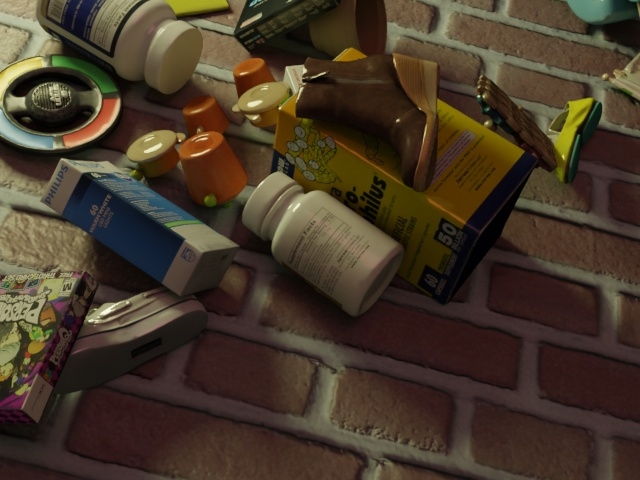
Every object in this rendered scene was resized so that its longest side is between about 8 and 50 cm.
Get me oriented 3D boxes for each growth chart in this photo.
[{"bbox_3d":[0.687,-0.324,1.769,0.172,0.021,0.237,41,54,19],"label":"growth chart"}]

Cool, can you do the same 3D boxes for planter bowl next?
[{"bbox_3d":[0.046,-0.400,1.647,0.109,0.162,0.162,2,48,25],"label":"planter bowl"}]

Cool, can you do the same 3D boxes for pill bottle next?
[{"bbox_3d":[-0.344,-0.369,1.541,0.264,0.153,0.153,32,55,13],"label":"pill bottle"},{"bbox_3d":[0.000,0.000,1.342,0.229,0.131,0.131,36,56,16],"label":"pill bottle"}]

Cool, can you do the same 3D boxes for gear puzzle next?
[{"bbox_3d":[0.319,-0.201,1.505,0.175,0.044,0.339,44,19,-3],"label":"gear puzzle"}]

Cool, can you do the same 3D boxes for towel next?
[{"bbox_3d":[-0.302,-0.457,1.699,0.237,0.021,0.102,-15,63,-21],"label":"towel"}]

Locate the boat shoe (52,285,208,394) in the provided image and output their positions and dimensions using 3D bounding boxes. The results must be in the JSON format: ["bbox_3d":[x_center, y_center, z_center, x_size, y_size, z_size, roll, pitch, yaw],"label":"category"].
[{"bbox_3d":[-0.285,0.130,1.231,0.258,0.095,0.084,-18,52,-32],"label":"boat shoe"}]

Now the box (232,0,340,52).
[{"bbox_3d":[-0.048,-0.456,1.638,0.051,0.220,0.175,44,44,-33],"label":"box"}]

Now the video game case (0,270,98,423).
[{"bbox_3d":[-0.426,0.136,1.158,0.232,0.042,0.210,-3,50,23],"label":"video game case"}]

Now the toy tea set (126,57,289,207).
[{"bbox_3d":[-0.147,-0.170,1.479,0.200,0.124,0.336,16,50,40],"label":"toy tea set"}]

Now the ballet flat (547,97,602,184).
[{"bbox_3d":[0.442,-0.181,1.603,0.077,0.077,0.231,12,47,26],"label":"ballet flat"}]

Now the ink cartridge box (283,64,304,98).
[{"bbox_3d":[0.003,-0.269,1.592,0.122,0.052,0.089,-10,57,-16],"label":"ink cartridge box"}]

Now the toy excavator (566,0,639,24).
[{"bbox_3d":[0.642,-0.489,1.765,0.222,0.433,0.445,-17,101,-24],"label":"toy excavator"}]

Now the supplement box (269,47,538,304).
[{"bbox_3d":[0.119,-0.104,1.402,0.356,0.194,0.195,34,55,15],"label":"supplement box"}]

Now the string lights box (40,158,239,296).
[{"bbox_3d":[-0.261,-0.025,1.307,0.259,0.077,0.133,32,12,14],"label":"string lights box"}]

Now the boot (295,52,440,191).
[{"bbox_3d":[0.066,-0.172,1.287,0.206,0.090,0.248,2,54,7],"label":"boot"}]

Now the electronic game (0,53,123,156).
[{"bbox_3d":[-0.445,-0.227,1.483,0.229,0.048,0.229,5,53,-7],"label":"electronic game"}]
